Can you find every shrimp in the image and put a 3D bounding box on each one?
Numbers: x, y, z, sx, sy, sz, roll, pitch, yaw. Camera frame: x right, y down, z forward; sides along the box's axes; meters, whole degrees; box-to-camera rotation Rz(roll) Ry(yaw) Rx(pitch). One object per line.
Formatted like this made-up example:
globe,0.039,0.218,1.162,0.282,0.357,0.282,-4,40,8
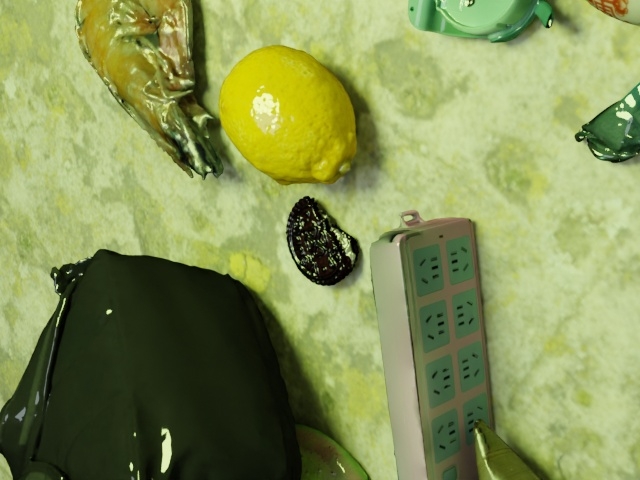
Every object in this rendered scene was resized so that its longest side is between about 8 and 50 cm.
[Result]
shrimp,-0.175,-0.202,0.988,0.164,0.062,0.317,-51,62,34

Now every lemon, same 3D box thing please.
lemon,-0.028,-0.113,0.834,0.155,0.114,0.114,49,128,20

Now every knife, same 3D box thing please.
knife,0.286,-0.138,0.595,0.296,0.026,0.044,-42,59,40

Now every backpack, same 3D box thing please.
backpack,-0.221,0.239,0.979,0.445,0.255,0.363,-58,40,37

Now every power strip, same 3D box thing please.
power strip,0.100,0.113,0.764,0.037,0.109,0.279,-2,98,42

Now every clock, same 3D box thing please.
clock,0.134,-0.206,0.710,0.135,0.041,0.101,22,114,38

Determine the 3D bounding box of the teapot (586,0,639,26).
teapot,0.241,-0.209,0.560,0.245,0.116,0.159,-19,50,21

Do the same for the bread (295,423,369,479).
bread,-0.017,0.305,0.965,0.228,0.033,0.228,10,106,42

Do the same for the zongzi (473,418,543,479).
zongzi,0.155,0.265,0.761,0.176,0.078,0.160,43,121,22

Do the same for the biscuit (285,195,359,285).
biscuit,0.000,0.000,0.889,0.087,0.027,0.089,5,102,43
